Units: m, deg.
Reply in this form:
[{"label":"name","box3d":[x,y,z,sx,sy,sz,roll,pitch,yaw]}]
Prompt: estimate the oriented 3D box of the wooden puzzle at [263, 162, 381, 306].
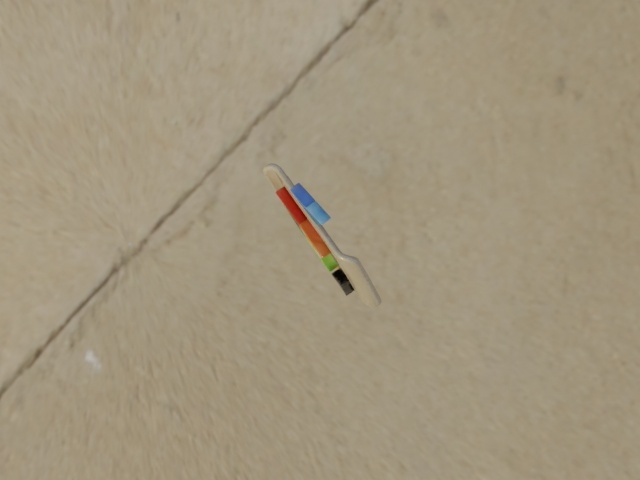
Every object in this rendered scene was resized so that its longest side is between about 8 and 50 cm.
[{"label":"wooden puzzle","box3d":[0.000,0.000,0.743,0.014,0.116,0.078,-38,57,-4]}]
